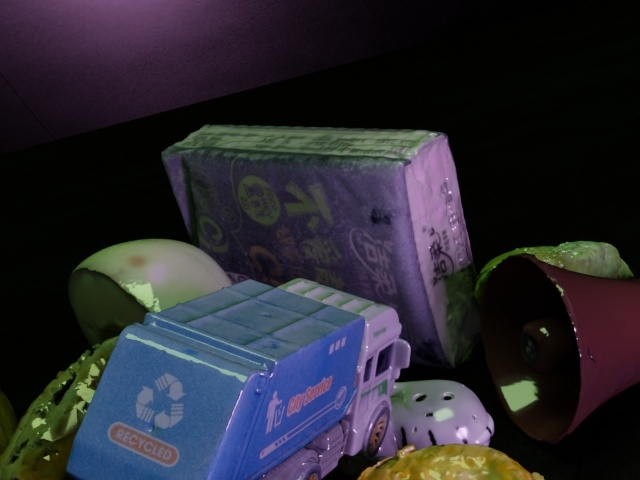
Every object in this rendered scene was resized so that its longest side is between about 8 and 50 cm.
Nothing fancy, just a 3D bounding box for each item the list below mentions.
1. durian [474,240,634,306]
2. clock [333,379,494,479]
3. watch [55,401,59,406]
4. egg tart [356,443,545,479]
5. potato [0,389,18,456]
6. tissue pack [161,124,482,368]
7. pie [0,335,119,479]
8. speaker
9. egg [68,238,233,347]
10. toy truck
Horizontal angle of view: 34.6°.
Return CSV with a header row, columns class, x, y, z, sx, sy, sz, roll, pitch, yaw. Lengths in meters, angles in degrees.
class,x,y,z,sx,sy,sz,roll,pitch,yaw
durian,0.268,0.051,1.237,0.250,0.139,0.101,-4,47,-32
clock,0.086,0.203,1.049,0.176,0.079,0.117,-4,22,20
watch,-0.198,0.222,1.135,0.269,0.102,0.165,-3,12,15
egg tart,0.105,0.256,0.864,0.295,0.116,0.295,-9,20,3
potato,-0.397,0.241,1.078,0.140,0.172,0.300,-19,20,1
tissue pack,0.000,0.000,1.316,0.394,0.288,0.124,7,35,40
pie,-0.199,0.206,0.912,0.086,0.308,0.308,26,36,18
speaker,0.367,0.096,1.057,0.330,0.198,0.259,-7,7,-12
egg,-0.183,0.078,1.254,0.162,0.206,0.271,-38,3,-31
toy truck,-0.049,0.137,0.871,0.146,0.175,0.367,18,16,22
